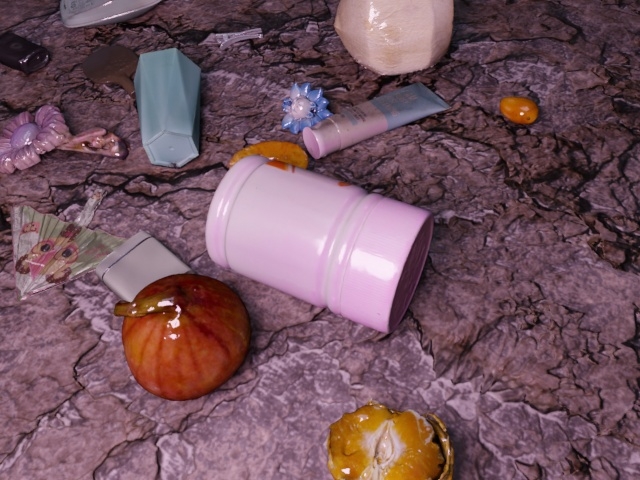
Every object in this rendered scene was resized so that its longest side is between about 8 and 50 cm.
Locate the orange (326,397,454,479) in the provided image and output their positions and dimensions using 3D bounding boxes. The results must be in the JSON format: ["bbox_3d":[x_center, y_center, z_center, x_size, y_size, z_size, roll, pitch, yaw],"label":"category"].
[{"bbox_3d":[0.093,0.287,0.734,0.160,0.112,0.170,-20,21,-2],"label":"orange"}]

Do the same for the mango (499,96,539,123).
[{"bbox_3d":[0.404,-0.269,1.152,0.060,0.046,0.089,-27,44,-17],"label":"mango"}]

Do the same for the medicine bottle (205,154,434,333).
[{"bbox_3d":[0.000,0.000,0.894,0.316,0.202,0.202,21,59,19],"label":"medicine bottle"}]

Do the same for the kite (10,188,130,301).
[{"bbox_3d":[-0.485,0.002,1.056,0.323,0.013,0.268,17,58,16],"label":"kite"}]

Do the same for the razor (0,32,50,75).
[{"bbox_3d":[-0.742,-0.461,1.391,0.148,0.054,0.090,26,60,21],"label":"razor"}]

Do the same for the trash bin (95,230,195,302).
[{"bbox_3d":[-0.299,0.060,0.968,0.130,0.059,0.116,34,64,24],"label":"trash bin"}]

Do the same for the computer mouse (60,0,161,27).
[{"bbox_3d":[-0.533,-0.624,1.467,0.288,0.097,0.159,-24,56,2],"label":"computer mouse"}]

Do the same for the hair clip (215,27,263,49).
[{"bbox_3d":[-0.198,-0.495,1.383,0.115,0.030,0.039,-13,73,-1],"label":"hair clip"}]

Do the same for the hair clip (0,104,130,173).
[{"bbox_3d":[-0.555,-0.213,1.184,0.300,0.069,0.173,2,55,7],"label":"hair clip"}]

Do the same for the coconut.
[{"bbox_3d":[0.154,-0.476,1.209,0.247,0.245,0.245,0,54,7],"label":"coconut"}]

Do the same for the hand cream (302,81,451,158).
[{"bbox_3d":[0.116,-0.254,1.155,0.312,0.070,0.111,-27,53,-19],"label":"hand cream"}]

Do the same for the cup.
[{"bbox_3d":[-0.319,-0.268,1.171,0.134,0.148,0.236,6,54,-23],"label":"cup"}]

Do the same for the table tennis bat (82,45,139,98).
[{"bbox_3d":[-0.489,-0.404,1.350,0.131,0.022,0.234,-31,55,-17],"label":"table tennis bat"}]

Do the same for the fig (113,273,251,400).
[{"bbox_3d":[-0.205,0.132,0.827,0.205,0.205,0.205,-3,54,4],"label":"fig"}]

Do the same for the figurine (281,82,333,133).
[{"bbox_3d":[-0.025,-0.270,1.168,0.114,0.079,0.114,-4,76,18],"label":"figurine"}]

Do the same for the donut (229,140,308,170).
[{"bbox_3d":[-0.097,-0.132,1.082,0.152,0.058,0.152,-3,47,3],"label":"donut"}]
